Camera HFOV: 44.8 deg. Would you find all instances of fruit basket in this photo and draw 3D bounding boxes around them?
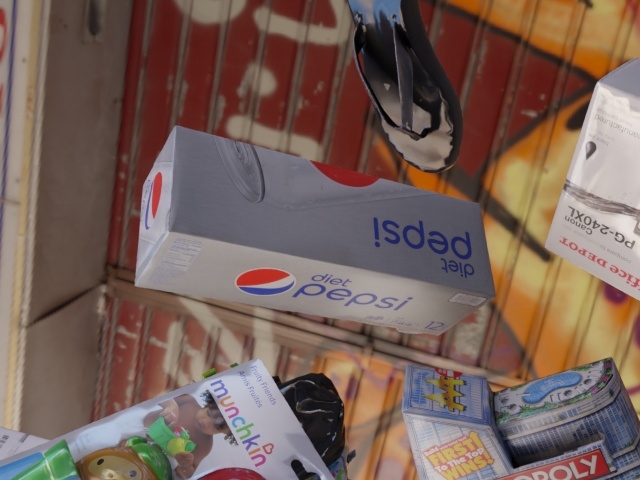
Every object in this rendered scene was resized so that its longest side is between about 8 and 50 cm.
[{"bbox_3d":[-0.144,0.284,0.750,0.353,0.327,0.165,-21,-39,-20],"label":"fruit basket"}]

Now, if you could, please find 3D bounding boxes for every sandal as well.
[{"bbox_3d":[0.065,-0.175,0.748,0.054,0.097,0.255,-40,-60,-34],"label":"sandal"}]

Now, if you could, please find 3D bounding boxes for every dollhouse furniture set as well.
[{"bbox_3d":[-0.218,0.302,1.532,0.151,0.076,0.059,-26,-71,-23],"label":"dollhouse furniture set"}]

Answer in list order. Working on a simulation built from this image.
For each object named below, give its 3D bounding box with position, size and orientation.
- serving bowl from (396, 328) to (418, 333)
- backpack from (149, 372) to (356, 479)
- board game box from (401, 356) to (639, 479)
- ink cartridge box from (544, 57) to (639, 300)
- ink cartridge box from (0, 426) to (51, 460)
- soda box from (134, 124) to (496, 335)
[{"bbox_3d":[0.155,0.118,1.178,0.083,0.083,0.027,75,-170,-68],"label":"serving bowl"},{"bbox_3d":[-0.075,0.414,1.170,0.273,0.290,0.356,57,156,36],"label":"backpack"},{"bbox_3d":[0.151,0.172,0.604,0.194,0.194,0.060,60,-159,-21],"label":"board game box"},{"bbox_3d":[0.238,-0.036,0.555,0.063,0.109,0.150,-31,-39,-35],"label":"ink cartridge box"},{"bbox_3d":[-0.357,0.291,0.927,0.060,0.180,0.104,52,-126,-34],"label":"ink cartridge box"},{"bbox_3d":[0.000,0.000,0.642,0.091,0.286,0.098,-47,38,50],"label":"soda box"}]
